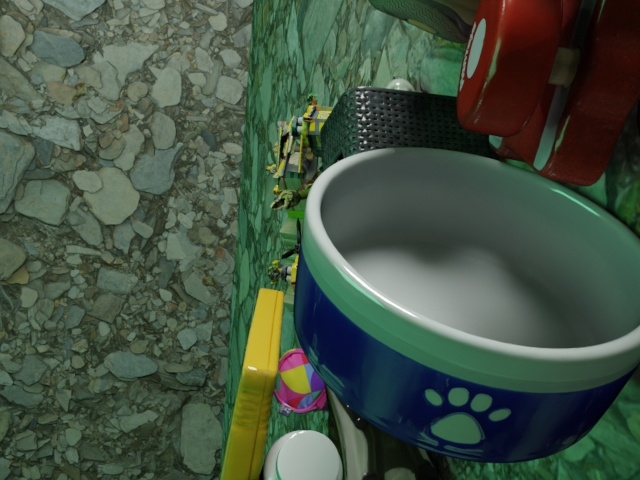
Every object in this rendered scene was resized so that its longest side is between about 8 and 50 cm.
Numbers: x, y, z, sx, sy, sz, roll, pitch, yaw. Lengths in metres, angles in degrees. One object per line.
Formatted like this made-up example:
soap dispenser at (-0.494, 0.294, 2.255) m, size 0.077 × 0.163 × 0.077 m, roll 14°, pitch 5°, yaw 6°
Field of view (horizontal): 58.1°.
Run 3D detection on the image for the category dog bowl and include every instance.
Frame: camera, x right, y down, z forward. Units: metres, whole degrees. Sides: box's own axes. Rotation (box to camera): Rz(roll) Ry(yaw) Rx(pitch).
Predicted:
dog bowl at (0.113, 0.031, 0.452) m, size 0.265 × 0.264 × 0.104 m, roll -111°, pitch 25°, yaw -52°

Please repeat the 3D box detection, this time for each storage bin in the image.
storage bin at (0.099, -0.103, 0.661) m, size 0.122 × 0.180 × 0.085 m, roll 136°, pitch 135°, yaw -67°

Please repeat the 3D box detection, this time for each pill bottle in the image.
pill bottle at (-0.025, 0.284, 0.691) m, size 0.169 × 0.094 × 0.094 m, roll 106°, pitch 160°, yaw -57°

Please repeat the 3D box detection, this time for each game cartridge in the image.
game cartridge at (-0.096, 0.253, 0.776) m, size 0.285 × 0.052 × 0.324 m, roll -97°, pitch 19°, yaw -75°

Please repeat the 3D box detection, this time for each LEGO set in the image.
LEGO set at (-0.028, -0.071, 0.928) m, size 0.255 × 0.191 × 0.332 m, roll -36°, pitch -49°, yaw -63°

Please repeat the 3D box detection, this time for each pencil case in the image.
pencil case at (-0.003, 0.238, 0.950) m, size 0.236 × 0.104 × 0.105 m, roll 42°, pitch -136°, yaw -70°

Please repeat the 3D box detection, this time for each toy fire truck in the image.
toy fire truck at (0.196, -0.194, 0.421) m, size 0.254 × 0.169 × 0.303 m, roll -79°, pitch -2°, yaw -71°

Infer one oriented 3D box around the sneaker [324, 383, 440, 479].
sneaker at (0.054, 0.253, 0.800) m, size 0.182 × 0.157 × 0.411 m, roll 133°, pitch 138°, yaw -59°

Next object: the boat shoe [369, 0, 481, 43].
boat shoe at (0.138, -0.304, 0.546) m, size 0.356 × 0.132 × 0.130 m, roll -74°, pitch 5°, yaw -50°

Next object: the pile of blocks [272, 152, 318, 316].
pile of blocks at (0.000, 0.000, 1.169) m, size 0.112 × 0.149 × 0.363 m, roll 8°, pitch 110°, yaw 31°

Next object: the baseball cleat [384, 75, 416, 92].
baseball cleat at (0.108, -0.141, 0.867) m, size 0.109 × 0.072 × 0.206 m, roll -86°, pitch 7°, yaw -66°
